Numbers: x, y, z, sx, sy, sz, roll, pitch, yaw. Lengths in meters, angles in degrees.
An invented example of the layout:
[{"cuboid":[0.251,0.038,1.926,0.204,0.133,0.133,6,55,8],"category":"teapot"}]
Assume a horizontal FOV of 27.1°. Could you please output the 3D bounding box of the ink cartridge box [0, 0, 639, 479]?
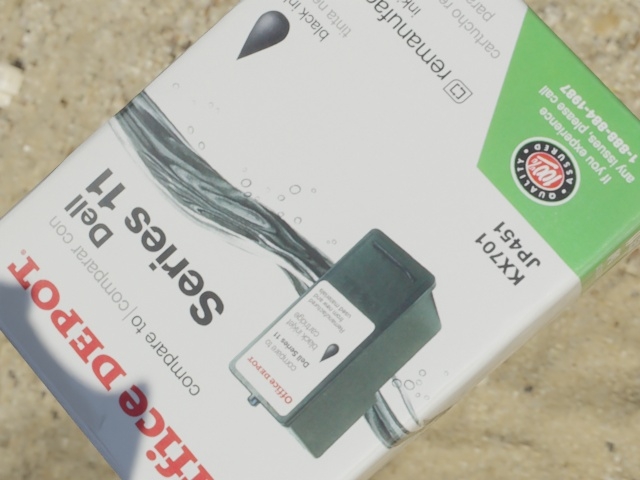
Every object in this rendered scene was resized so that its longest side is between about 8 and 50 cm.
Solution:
[{"cuboid":[0.000,0.000,0.475,0.208,0.153,0.087,-42,-11,3],"category":"ink cartridge box"}]
